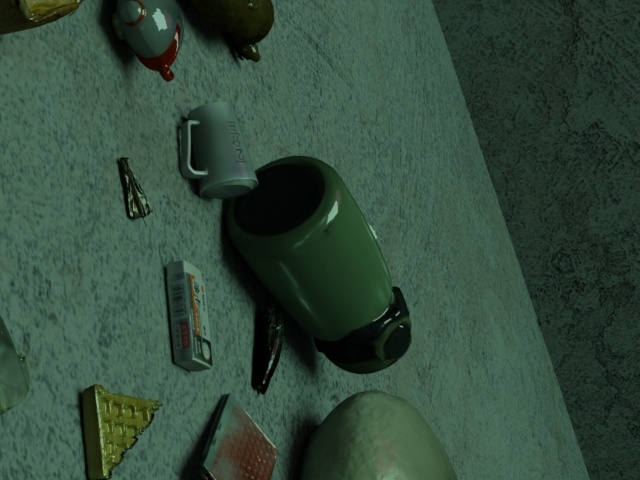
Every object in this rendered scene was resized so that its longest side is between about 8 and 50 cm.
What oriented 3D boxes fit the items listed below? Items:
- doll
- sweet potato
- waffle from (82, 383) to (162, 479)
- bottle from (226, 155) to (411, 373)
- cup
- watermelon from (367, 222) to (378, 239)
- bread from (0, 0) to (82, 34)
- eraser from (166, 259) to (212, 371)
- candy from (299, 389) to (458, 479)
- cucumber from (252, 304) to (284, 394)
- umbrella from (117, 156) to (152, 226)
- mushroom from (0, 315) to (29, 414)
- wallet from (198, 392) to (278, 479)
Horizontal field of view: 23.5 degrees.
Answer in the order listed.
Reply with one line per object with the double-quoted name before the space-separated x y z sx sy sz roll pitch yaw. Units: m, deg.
"doll" -0.212 -0.298 1.818 0.142 0.076 0.245 19 54 -69
"sweet potato" -0.131 -0.338 2.068 0.310 0.098 0.124 54 6 -46
"waffle" -0.195 0.200 1.549 0.153 0.023 0.097 29 50 -68
"bottle" 0.014 0.048 2.078 0.347 0.168 0.168 56 26 -44
"cup" -0.137 -0.111 1.929 0.104 0.074 0.116 -2 72 -43
"watermelon" 0.017 -0.011 2.253 0.098 0.121 0.158 56 15 0
"bread" -0.308 -0.288 1.460 0.199 0.104 0.199 -10 90 -71
"eraser" -0.152 0.087 1.766 0.052 0.029 0.122 41 39 -62
"candy" 0.095 0.414 2.041 0.427 0.186 0.386 -70 146 -55
"cucumber" -0.066 0.139 1.988 0.033 0.034 0.135 64 20 -47
"umbrella" -0.209 -0.054 1.721 0.031 0.020 0.083 -17 93 -34
"mushroom" -0.329 0.049 1.143 0.351 0.097 0.109 48 29 -49
"wallet" -0.093 0.254 1.761 0.103 0.020 0.196 53 15 -12
